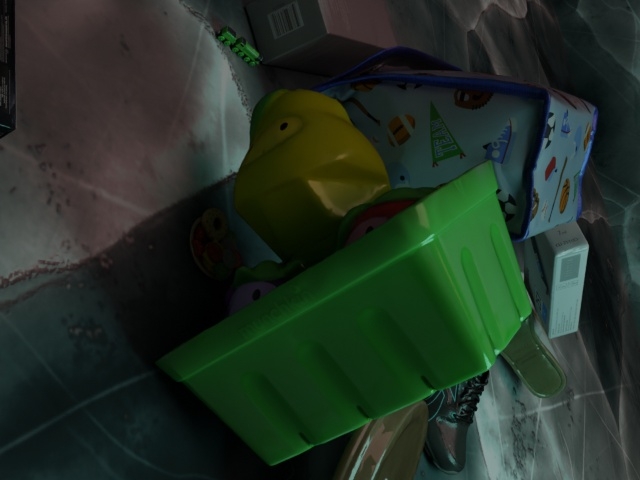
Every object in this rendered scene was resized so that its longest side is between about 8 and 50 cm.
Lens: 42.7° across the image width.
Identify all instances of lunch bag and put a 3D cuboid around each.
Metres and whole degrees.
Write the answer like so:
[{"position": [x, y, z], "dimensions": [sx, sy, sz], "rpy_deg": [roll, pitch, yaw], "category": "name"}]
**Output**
[{"position": [0.180, -0.152, 1.222], "dimensions": [0.328, 0.386, 0.238], "rpy_deg": [-7, 107, -60], "category": "lunch bag"}]

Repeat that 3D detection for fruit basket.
[{"position": [0.000, 0.000, 0.879], "dimensions": [0.283, 0.392, 0.391], "rpy_deg": [-29, 99, -58], "category": "fruit basket"}]

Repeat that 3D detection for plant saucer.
[{"position": [0.067, 0.299, 0.990], "dimensions": [0.278, 0.041, 0.277], "rpy_deg": [-49, 150, -41], "category": "plant saucer"}]

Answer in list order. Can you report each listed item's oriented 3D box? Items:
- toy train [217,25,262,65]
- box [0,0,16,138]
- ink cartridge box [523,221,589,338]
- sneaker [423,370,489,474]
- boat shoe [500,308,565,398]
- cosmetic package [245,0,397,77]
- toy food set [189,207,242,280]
[{"position": [-0.112, -0.274, 1.154], "dimensions": [0.083, 0.024, 0.017], "rpy_deg": [32, 49, -46], "category": "toy train"}, {"position": [-0.354, -0.210, 0.715], "dimensions": [0.175, 0.051, 0.220], "rpy_deg": [17, 61, -54], "category": "box"}, {"position": [0.412, 0.000, 1.523], "dimensions": [0.296, 0.066, 0.261], "rpy_deg": [72, 3, -53], "category": "ink cartridge box"}, {"position": [0.216, 0.242, 1.333], "dimensions": [0.101, 0.106, 0.267], "rpy_deg": [25, 57, -53], "category": "sneaker"}, {"position": [0.390, 0.176, 1.653], "dimensions": [0.302, 0.113, 0.103], "rpy_deg": [60, 12, -15], "category": "boat shoe"}, {"position": [0.010, -0.327, 1.276], "dimensions": [0.238, 0.127, 0.107], "rpy_deg": [-13, 86, -60], "category": "cosmetic package"}, {"position": [-0.127, 0.008, 0.992], "dimensions": [0.082, 0.020, 0.083], "rpy_deg": [59, 33, -22], "category": "toy food set"}]
